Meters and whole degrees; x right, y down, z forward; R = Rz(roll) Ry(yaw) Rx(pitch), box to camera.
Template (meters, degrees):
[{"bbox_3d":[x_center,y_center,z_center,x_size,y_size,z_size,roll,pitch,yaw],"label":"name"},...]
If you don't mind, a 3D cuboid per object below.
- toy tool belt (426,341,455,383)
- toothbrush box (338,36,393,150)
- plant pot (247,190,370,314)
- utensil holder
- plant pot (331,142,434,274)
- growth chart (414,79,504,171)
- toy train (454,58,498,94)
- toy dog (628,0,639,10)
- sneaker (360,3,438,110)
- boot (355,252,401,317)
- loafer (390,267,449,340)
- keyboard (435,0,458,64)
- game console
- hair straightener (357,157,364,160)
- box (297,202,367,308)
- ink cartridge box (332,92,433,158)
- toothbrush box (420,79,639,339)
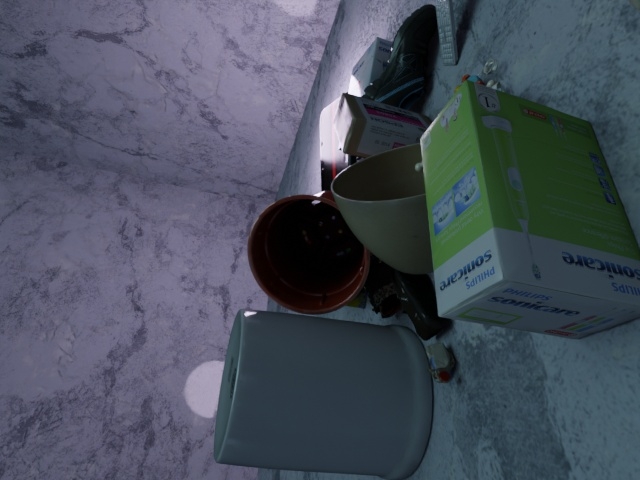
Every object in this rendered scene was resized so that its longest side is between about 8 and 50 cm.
[{"bbox_3d":[0.224,0.235,0.776,0.083,0.052,0.051,-92,-12,-49],"label":"toy tool belt"},{"bbox_3d":[0.167,-0.435,1.313,0.216,0.126,0.295,176,106,-75],"label":"toothbrush box"},{"bbox_3d":[0.000,0.000,1.018,0.265,0.272,0.272,-50,-22,-69],"label":"plant pot"},{"bbox_3d":[-0.010,0.324,0.904,0.327,0.385,0.327,-169,90,-75],"label":"utensil holder"},{"bbox_3d":[0.182,-0.050,0.788,0.284,0.284,0.191,-113,4,-65],"label":"plant pot"},{"bbox_3d":[0.243,-0.203,0.722,0.172,0.021,0.237,-42,7,40],"label":"growth chart"},{"bbox_3d":[0.310,-0.258,0.817,0.125,0.046,0.166,-8,67,60],"label":"toy train"},{"bbox_3d":[0.345,-0.419,0.347,0.408,0.284,0.395,-125,48,-72],"label":"toy dog"},{"bbox_3d":[0.238,-0.448,1.116,0.341,0.139,0.125,-61,-24,10],"label":"sneaker"},{"bbox_3d":[0.124,0.130,1.081,0.236,0.085,0.178,-49,31,32],"label":"boot"},{"bbox_3d":[0.193,0.123,0.890,0.220,0.080,0.078,-102,28,-56],"label":"loafer"},{"bbox_3d":[0.279,-0.535,0.954,0.072,0.014,0.256,-125,19,-66],"label":"keyboard"},{"bbox_3d":[0.073,-0.337,1.596,0.342,0.060,0.386,-166,73,-71],"label":"game console"},{"bbox_3d":[0.155,-0.379,1.467,0.089,0.047,0.230,-124,47,-70],"label":"hair straightener"},{"bbox_3d":[-0.004,0.040,1.276,0.177,0.290,0.279,177,102,-75],"label":"box"},{"bbox_3d":[0.160,-0.254,0.987,0.193,0.235,0.088,-102,26,-55],"label":"ink cartridge box"},{"bbox_3d":[0.255,-0.039,0.532,0.122,0.206,0.283,124,153,-55],"label":"toothbrush box"}]
